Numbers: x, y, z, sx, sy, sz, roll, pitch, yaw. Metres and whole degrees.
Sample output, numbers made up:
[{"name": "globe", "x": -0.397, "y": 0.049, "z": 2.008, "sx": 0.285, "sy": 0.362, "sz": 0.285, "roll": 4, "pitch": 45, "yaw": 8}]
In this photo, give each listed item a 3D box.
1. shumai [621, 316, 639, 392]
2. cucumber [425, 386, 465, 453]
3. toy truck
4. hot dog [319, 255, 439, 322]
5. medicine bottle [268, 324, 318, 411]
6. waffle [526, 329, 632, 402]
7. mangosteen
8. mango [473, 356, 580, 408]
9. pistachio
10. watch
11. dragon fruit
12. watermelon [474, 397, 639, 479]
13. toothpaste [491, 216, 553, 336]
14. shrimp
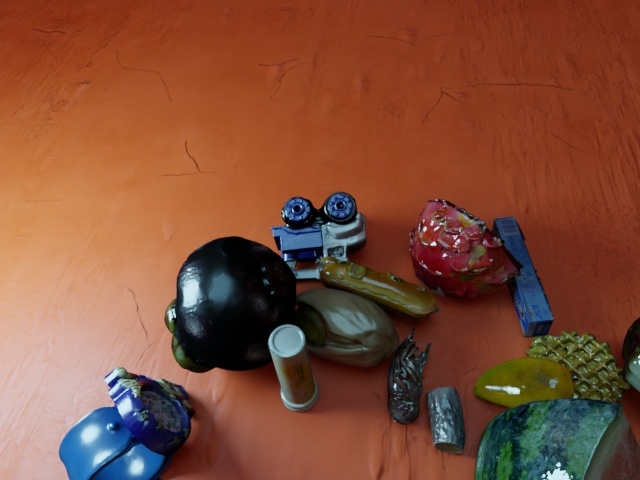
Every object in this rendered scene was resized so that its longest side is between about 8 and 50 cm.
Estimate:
[{"name": "shumai", "x": 0.662, "y": 0.240, "z": 0.869, "sx": 0.264, "sy": 0.303, "sz": 0.309, "roll": -6, "pitch": 8, "yaw": 37}, {"name": "cucumber", "x": 0.226, "y": 0.321, "z": 0.920, "sx": 0.064, "sy": 0.064, "sz": 0.111, "roll": -4, "pitch": 54, "yaw": 3}, {"name": "toy truck", "x": 0.000, "y": 0.000, "z": 1.156, "sx": 0.213, "sy": 0.161, "sz": 0.176, "roll": -6, "pitch": 71, "yaw": 0}, {"name": "hot dog", "x": 0.115, "y": 0.099, "z": 1.058, "sx": 0.270, "sy": 0.109, "sz": 0.072, "roll": 22, "pitch": 70, "yaw": 7}, {"name": "medicine bottle", "x": -0.047, "y": 0.230, "z": 0.916, "sx": 0.074, "sy": 0.218, "sz": 0.073, "roll": -3, "pitch": 50, "yaw": 3}, {"name": "waffle", "x": 0.473, "y": 0.249, "z": 0.964, "sx": 0.191, "sy": 0.038, "sz": 0.191, "roll": -4, "pitch": 51, "yaw": 5}, {"name": "mangosteen", "x": -0.178, "y": 0.135, "z": 1.010, "sx": 0.233, "sy": 0.287, "sz": 0.287, "roll": 9, "pitch": 47, "yaw": -23}, {"name": "mango", "x": 0.366, "y": 0.259, "z": 0.923, "sx": 0.188, "sy": 0.066, "sz": 0.101, "roll": -11, "pitch": 53, "yaw": 34}, {"name": "pistachio", "x": 0.041, "y": 0.169, "z": 1.016, "sx": 0.238, "sy": 0.153, "sz": 0.137, "roll": 13, "pitch": 95, "yaw": 19}, {"name": "watch", "x": -0.333, "y": 0.348, "z": 0.888, "sx": 0.200, "sy": 0.196, "sz": 0.171, "roll": -47, "pitch": 48, "yaw": -3}, {"name": "dragon fruit", "x": 0.279, "y": 0.027, "z": 1.077, "sx": 0.262, "sy": 0.163, "sz": 0.189, "roll": 30, "pitch": 100, "yaw": 42}, {"name": "watermelon", "x": 0.382, "y": 0.386, "z": 0.734, "sx": 0.293, "sy": 0.250, "sz": 0.283, "roll": 3, "pitch": 57, "yaw": 11}, {"name": "toothpaste", "x": 0.423, "y": 0.069, "z": 1.096, "sx": 0.053, "sy": 0.066, "sz": 0.272, "roll": -5, "pitch": 51, "yaw": 1}, {"name": "shrimp", "x": 0.166, "y": 0.249, "z": 0.970, "sx": 0.073, "sy": 0.074, "sz": 0.190, "roll": 10, "pitch": 54, "yaw": 6}]
